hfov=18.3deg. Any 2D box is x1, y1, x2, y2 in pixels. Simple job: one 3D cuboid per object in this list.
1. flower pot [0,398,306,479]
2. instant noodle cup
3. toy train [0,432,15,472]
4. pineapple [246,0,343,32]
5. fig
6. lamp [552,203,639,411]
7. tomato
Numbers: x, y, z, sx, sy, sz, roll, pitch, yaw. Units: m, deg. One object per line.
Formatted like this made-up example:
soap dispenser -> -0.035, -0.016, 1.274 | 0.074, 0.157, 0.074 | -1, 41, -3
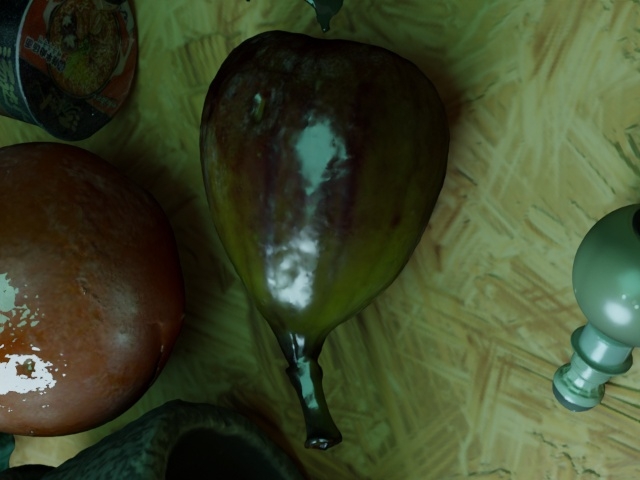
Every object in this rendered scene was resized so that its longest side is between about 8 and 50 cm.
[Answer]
flower pot -> -0.140, 0.289, 1.400 | 0.282, 0.299, 0.299 | -28, 89, 22
instant noodle cup -> -0.221, -0.139, 1.422 | 0.135, 0.127, 0.127 | 10, 107, 34
toy train -> -0.383, 0.185, 1.545 | 0.238, 0.167, 0.299 | 49, 129, 13
pineapple -> 0.071, -0.248, 1.227 | 0.364, 0.165, 0.166 | -27, 89, 39
fig -> 0.002, 0.000, 1.310 | 0.170, 0.145, 0.274 | 3, 94, 31
lamp -> 0.189, 0.052, 1.272 | 0.091, 0.091, 0.163 | 38, 131, 15
tomato -> -0.189, 0.033, 1.400 | 0.184, 0.208, 0.208 | 3, 110, -18
